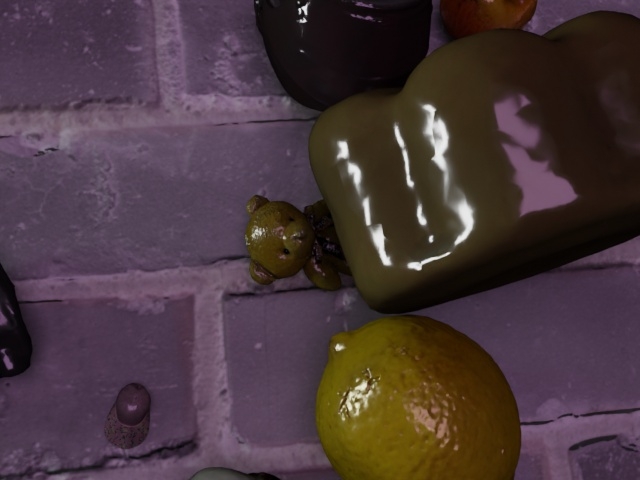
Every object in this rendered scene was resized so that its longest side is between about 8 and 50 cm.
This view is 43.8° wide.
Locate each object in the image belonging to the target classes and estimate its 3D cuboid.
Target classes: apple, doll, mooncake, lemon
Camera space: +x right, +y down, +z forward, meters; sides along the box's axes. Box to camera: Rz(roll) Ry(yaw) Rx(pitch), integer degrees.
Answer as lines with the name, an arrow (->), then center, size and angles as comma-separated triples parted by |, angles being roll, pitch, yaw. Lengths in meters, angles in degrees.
apple -> 0.251, -0.357, 1.189 | 0.146, 0.146, 0.147 | 2, 80, -9
doll -> 0.000, 0.000, 1.104 | 0.209, 0.097, 0.137 | 2, 76, -14
mooncake -> 0.225, -0.086, 0.971 | 0.466, 0.467, 0.262 | -14, 80, -11
lemon -> 0.121, 0.224, 1.003 | 0.267, 0.267, 0.268 | 2, 80, -9

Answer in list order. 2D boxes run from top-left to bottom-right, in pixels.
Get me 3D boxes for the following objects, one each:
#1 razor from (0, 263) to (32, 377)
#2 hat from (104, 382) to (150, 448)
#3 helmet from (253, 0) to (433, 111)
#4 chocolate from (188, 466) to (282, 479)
razor -> -0.541, 0.125, 0.967 | 0.348, 0.113, 0.205 | -18, 89, -26
hat -> -0.250, 0.231, 1.047 | 0.058, 0.042, 0.087 | 20, 78, -4
helmet -> 0.030, -0.268, 1.095 | 0.224, 0.305, 0.177 | -8, 111, -16
chocolate -> -0.083, 0.383, 0.957 | 0.283, 0.284, 0.186 | 30, 55, -3
